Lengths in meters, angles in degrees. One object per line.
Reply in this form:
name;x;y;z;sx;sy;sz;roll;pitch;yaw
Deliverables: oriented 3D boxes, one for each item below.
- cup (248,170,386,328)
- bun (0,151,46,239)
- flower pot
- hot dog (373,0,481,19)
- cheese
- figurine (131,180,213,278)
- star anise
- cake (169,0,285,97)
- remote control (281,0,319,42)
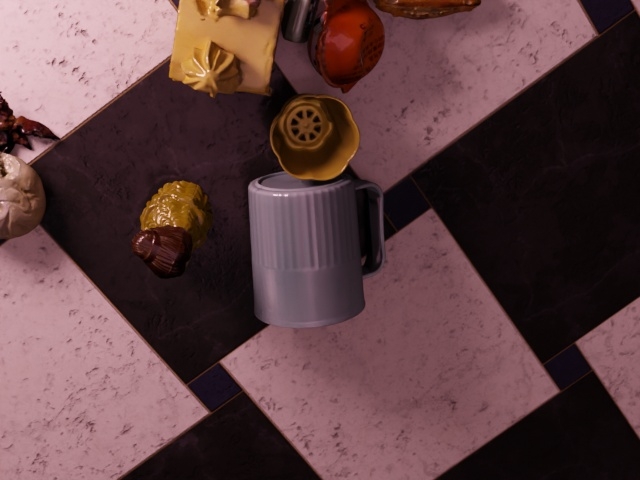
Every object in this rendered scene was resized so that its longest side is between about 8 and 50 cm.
cup;-0.001;0.006;1.922;0.331;0.257;0.311;-6;107;-5
bun;-0.700;-0.093;1.840;0.178;0.128;0.193;2;120;-7
flower pot;-0.024;-0.245;1.876;0.195;0.179;0.195;-3;109;-9
hot dog;0.238;-0.547;1.857;0.269;0.072;0.115;-3;83;-19
cheese;0.051;-0.467;1.802;0.217;0.129;0.329;-50;145;-30
figurine;-0.320;-0.001;1.839;0.187;0.315;0.168;-37;109;5
star anise;-0.702;-0.241;1.844;0.157;0.053;0.212;-38;129;18
cake;-0.191;-0.421;1.737;0.222;0.286;0.227;7;107;-10
remote control;-0.017;-0.592;1.794;0.066;0.128;0.335;17;105;3
